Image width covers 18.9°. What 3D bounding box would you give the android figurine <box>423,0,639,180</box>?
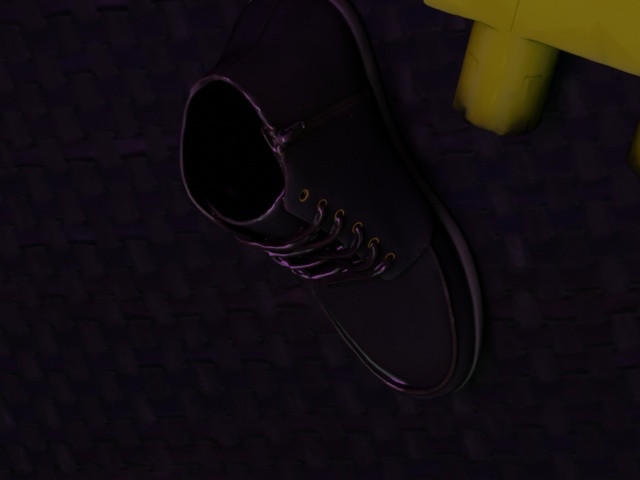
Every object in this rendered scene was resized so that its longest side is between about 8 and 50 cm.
[{"bbox_3d":[0.141,-0.151,0.784,0.248,0.056,0.273,22,126,10],"label":"android figurine"}]

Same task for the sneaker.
[{"bbox_3d":[0.000,0.000,0.889,0.083,0.118,0.222,-15,112,29],"label":"sneaker"}]
